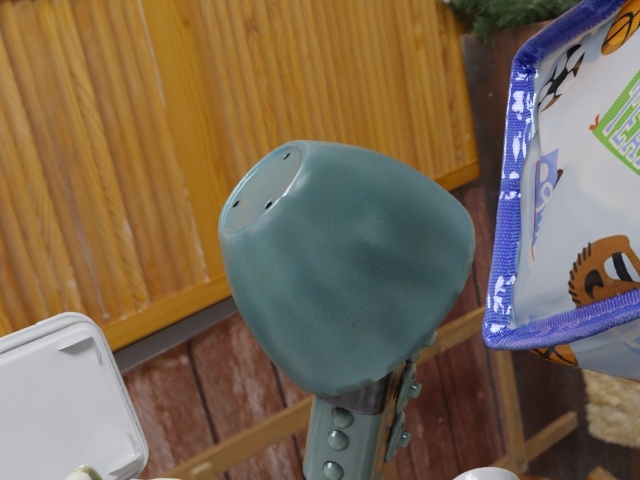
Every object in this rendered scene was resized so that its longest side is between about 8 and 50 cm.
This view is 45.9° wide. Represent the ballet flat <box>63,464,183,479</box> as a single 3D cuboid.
[{"bbox_3d":[-0.129,0.190,0.511,0.221,0.077,0.079,-5,126,13],"label":"ballet flat"}]

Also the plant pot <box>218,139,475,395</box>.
[{"bbox_3d":[0.000,0.000,0.860,0.195,0.290,0.290,43,151,-27],"label":"plant pot"}]

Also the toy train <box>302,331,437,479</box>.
[{"bbox_3d":[0.051,0.207,0.997,0.142,0.190,0.334,18,118,17],"label":"toy train"}]

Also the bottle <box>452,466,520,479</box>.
[{"bbox_3d":[0.143,0.294,0.525,0.283,0.092,0.118,-94,-5,-54],"label":"bottle"}]

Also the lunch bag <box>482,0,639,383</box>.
[{"bbox_3d":[0.301,-0.030,0.305,0.385,0.328,0.239,139,142,-65],"label":"lunch bag"}]

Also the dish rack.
[{"bbox_3d":[-0.398,0.270,1.052,0.072,0.333,0.285,-18,94,44],"label":"dish rack"}]
